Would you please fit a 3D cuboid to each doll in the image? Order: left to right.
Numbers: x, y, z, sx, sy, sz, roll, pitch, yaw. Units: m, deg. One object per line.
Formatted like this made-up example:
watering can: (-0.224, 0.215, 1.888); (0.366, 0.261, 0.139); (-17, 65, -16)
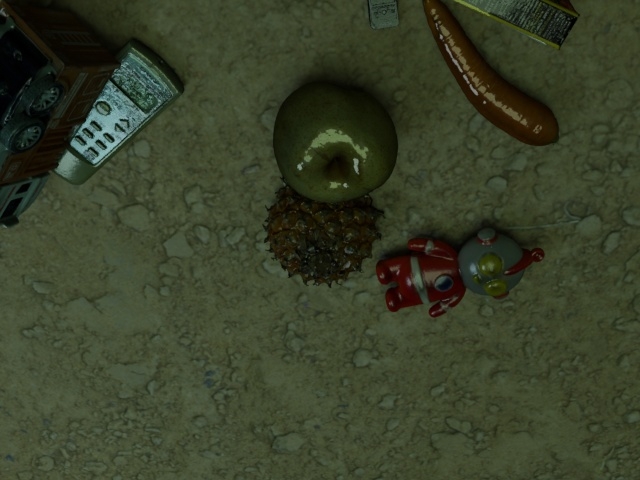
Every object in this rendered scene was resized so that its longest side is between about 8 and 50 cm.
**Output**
doll: (0.210, 0.046, 1.287); (0.245, 0.076, 0.142); (-10, 122, 14)

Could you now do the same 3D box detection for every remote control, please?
remote control: (-0.298, -0.171, 1.194); (0.233, 0.038, 0.098); (-37, 114, 22)
remote control: (0.077, -0.317, 1.098); (0.039, 0.014, 0.096); (-6, 120, 7)

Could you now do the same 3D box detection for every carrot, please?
carrot: (0.214, -0.209, 1.137); (0.271, 0.062, 0.066); (38, 149, -15)

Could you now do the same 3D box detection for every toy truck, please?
toy truck: (-0.394, -0.150, 1.111); (0.136, 0.162, 0.305); (46, 116, 11)

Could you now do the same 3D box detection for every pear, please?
pear: (0.020, -0.129, 1.148); (0.167, 0.136, 0.167); (0, 125, 0)

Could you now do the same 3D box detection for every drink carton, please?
drink carton: (0.229, -0.298, 1.069); (0.166, 0.071, 0.056); (21, 118, -9)

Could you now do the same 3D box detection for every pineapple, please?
pineapple: (0.000, 0.003, 1.230); (0.176, 0.137, 0.161); (26, 120, -14)

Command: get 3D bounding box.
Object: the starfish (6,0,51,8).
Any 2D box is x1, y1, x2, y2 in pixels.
starfish: (-0.567, -0.233, 1.147); (0.432, 0.082, 0.323); (7, 119, -4)
